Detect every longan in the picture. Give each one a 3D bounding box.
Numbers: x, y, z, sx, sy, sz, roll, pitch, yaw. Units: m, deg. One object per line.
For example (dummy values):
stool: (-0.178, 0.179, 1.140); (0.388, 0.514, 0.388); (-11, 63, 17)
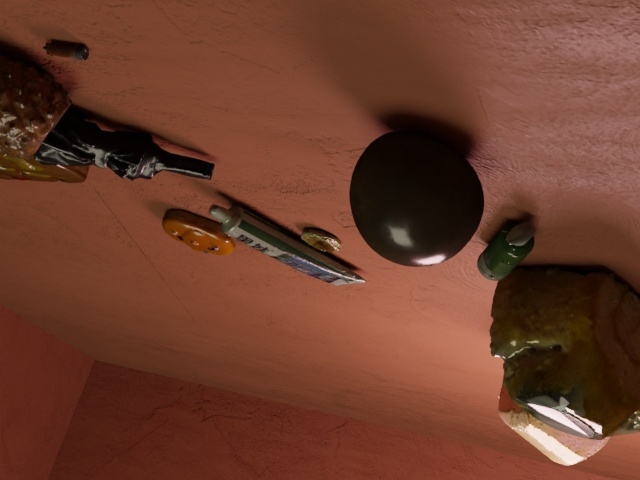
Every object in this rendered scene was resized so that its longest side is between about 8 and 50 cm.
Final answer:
longan: (0.143, -0.057, 1.622); (0.196, 0.196, 0.220); (3, 159, 40)

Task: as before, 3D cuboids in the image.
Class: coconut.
coconut: (0.532, 0.354, 2.366); (0.245, 0.233, 0.233); (33, 158, -17)

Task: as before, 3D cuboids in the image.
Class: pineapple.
pineapple: (-0.587, -0.271, 1.808); (0.340, 0.169, 0.169); (33, 158, -16)

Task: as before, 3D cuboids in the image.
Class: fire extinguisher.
fire extinguisher: (-0.401, -0.297, 1.725); (0.083, 0.022, 0.028); (11, -170, 23)

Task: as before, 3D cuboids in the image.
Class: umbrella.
umbrella: (-0.359, -0.161, 1.976); (0.340, 0.118, 0.118); (12, 161, 1)

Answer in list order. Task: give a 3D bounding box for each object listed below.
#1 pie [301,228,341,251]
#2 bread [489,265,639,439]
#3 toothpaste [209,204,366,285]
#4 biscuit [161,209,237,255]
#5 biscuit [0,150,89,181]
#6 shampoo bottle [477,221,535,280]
pie: (0.000, 0.000, 2.187); (0.084, 0.020, 0.084); (16, 162, 5)
bread: (0.487, 0.234, 2.014); (0.239, 0.264, 0.395); (-4, 150, 41)
toothpaste: (-0.073, 0.017, 2.239); (0.392, 0.061, 0.098); (30, 156, -34)
biscuit: (-0.265, -0.006, 2.378); (0.170, 0.050, 0.170); (18, 162, 6)
biscuit: (-0.648, -0.162, 2.158); (0.394, 0.070, 0.350); (7, 172, 13)
shampoo bottle: (0.315, 0.015, 1.855); (0.065, 0.065, 0.204); (19, 162, 0)
